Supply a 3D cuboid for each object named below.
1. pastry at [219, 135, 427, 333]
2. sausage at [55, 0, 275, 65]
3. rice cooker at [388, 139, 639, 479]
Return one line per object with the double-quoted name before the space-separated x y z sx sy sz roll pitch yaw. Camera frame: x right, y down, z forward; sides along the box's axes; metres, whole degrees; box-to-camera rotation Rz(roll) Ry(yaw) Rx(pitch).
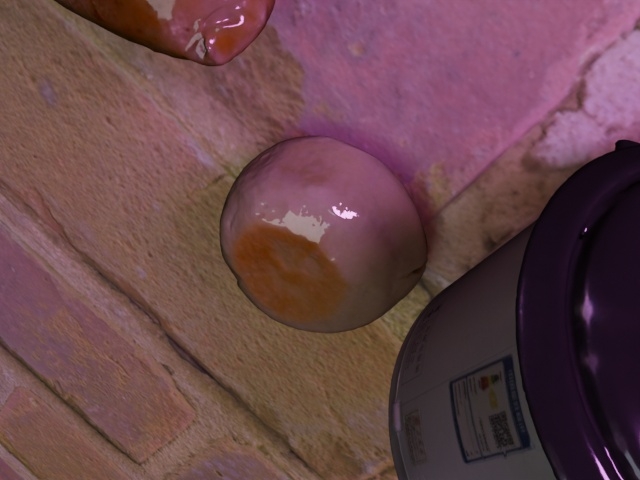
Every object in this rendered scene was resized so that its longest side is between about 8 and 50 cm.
"pastry" 0.000 0.000 0.621 0.156 0.092 0.156 17 138 16
"sausage" -0.235 -0.260 0.539 0.501 0.136 0.123 28 165 12
"rice cooker" 0.174 0.085 0.438 0.241 0.280 0.227 12 152 -16
